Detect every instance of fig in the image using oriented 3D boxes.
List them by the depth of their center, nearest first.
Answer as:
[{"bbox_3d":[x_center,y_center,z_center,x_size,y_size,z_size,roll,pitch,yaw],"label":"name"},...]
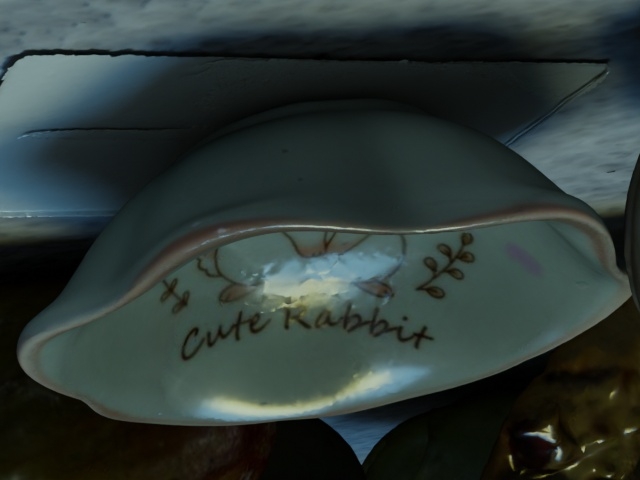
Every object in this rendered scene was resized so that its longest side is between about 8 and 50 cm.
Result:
[{"bbox_3d":[-0.137,0.096,0.758,0.170,0.146,0.274,-18,-176,33],"label":"fig"}]

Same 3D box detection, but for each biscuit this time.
[{"bbox_3d":[0.152,0.160,0.928,0.081,0.334,0.289,23,-156,27],"label":"biscuit"}]

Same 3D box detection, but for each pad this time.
[{"bbox_3d":[-0.024,-0.036,0.674,0.232,0.004,0.156,-2,162,-25],"label":"pad"}]

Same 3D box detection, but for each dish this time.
[{"bbox_3d":[0.000,0.000,0.666,0.229,0.081,0.229,-8,160,-3],"label":"dish"}]

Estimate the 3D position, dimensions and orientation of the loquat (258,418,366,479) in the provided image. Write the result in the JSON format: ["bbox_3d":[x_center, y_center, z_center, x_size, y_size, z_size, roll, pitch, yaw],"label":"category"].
[{"bbox_3d":[-0.071,0.170,1.063,0.227,0.179,0.179,-16,163,38],"label":"loquat"}]

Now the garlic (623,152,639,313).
[{"bbox_3d":[0.242,-0.001,0.613,0.256,0.207,0.207,28,177,21],"label":"garlic"}]

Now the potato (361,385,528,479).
[{"bbox_3d":[0.148,0.178,1.226,0.299,0.196,0.246,-34,156,-17],"label":"potato"}]
